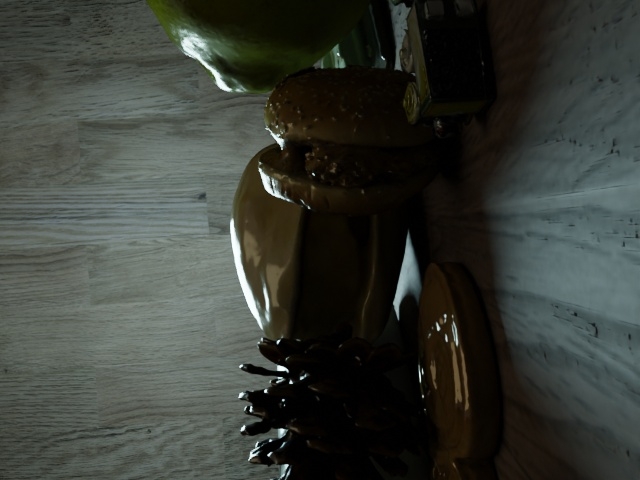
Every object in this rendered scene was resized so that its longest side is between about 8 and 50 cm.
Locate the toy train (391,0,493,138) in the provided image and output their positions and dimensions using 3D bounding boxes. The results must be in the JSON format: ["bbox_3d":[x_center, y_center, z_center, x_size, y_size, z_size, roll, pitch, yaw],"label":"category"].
[{"bbox_3d":[0.088,-0.180,0.502,0.081,0.060,0.202,121,144,-76],"label":"toy train"}]

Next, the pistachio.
[{"bbox_3d":[0.000,0.000,0.833,0.238,0.229,0.321,99,173,-51],"label":"pistachio"}]

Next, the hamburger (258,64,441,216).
[{"bbox_3d":[0.027,-0.100,0.630,0.191,0.181,0.118,-66,-28,-58],"label":"hamburger"}]

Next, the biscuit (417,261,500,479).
[{"bbox_3d":[0.119,0.164,0.599,0.202,0.044,0.289,-137,45,-87],"label":"biscuit"}]

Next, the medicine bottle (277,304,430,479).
[{"bbox_3d":[0.036,0.230,0.891,0.332,0.190,0.190,-96,3,-52],"label":"medicine bottle"}]

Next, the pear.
[{"bbox_3d":[-0.071,-0.396,0.816,0.352,0.352,0.413,-98,11,-60],"label":"pear"}]

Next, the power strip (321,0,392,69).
[{"bbox_3d":[0.046,-0.284,1.046,0.257,0.092,0.251,97,173,-58],"label":"power strip"}]

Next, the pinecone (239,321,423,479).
[{"bbox_3d":[0.011,0.192,0.655,0.185,0.168,0.212,-22,77,58],"label":"pinecone"}]
